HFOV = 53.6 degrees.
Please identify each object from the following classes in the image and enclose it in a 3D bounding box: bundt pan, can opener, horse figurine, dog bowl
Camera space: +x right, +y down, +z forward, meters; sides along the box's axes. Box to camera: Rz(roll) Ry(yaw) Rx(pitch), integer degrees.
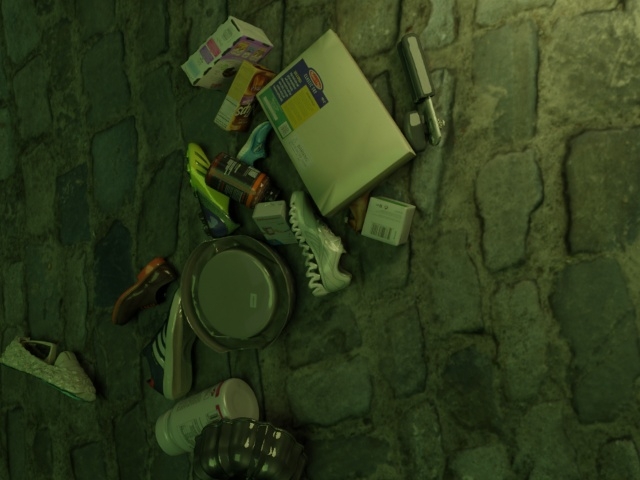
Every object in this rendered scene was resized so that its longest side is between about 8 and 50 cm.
[{"bbox_3d":[-0.202,0.638,1.731,0.330,0.124,0.331,4,124,5],"label":"bundt pan"},{"bbox_3d":[0.233,-0.357,1.534,0.093,0.074,0.280,-11,88,-11],"label":"can opener"},{"bbox_3d":[0.098,-0.166,1.630,0.174,0.066,0.263,44,114,22],"label":"horse figurine"},{"bbox_3d":[-0.222,0.147,1.786,0.348,0.102,0.349,3,97,24],"label":"dog bowl"}]

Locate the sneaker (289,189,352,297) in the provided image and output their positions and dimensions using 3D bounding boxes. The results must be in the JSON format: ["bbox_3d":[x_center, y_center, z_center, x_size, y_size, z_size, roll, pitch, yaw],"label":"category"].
[{"bbox_3d":[0.000,0.000,1.678,0.118,0.110,0.292,-16,97,17],"label":"sneaker"}]

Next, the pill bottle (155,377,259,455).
[{"bbox_3d":[-0.333,0.519,1.842,0.283,0.160,0.160,-27,84,24],"label":"pill bottle"}]

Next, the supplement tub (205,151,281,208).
[{"bbox_3d":[-0.208,-0.154,1.734,0.198,0.106,0.106,28,107,2],"label":"supplement tub"}]

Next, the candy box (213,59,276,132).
[{"bbox_3d":[-0.204,-0.387,1.719,0.053,0.109,0.187,37,109,17],"label":"candy box"}]

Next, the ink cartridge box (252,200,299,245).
[{"bbox_3d":[-0.116,-0.046,1.706,0.088,0.052,0.122,-6,137,23],"label":"ink cartridge box"}]

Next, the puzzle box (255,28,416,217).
[{"bbox_3d":[0.027,-0.298,1.606,0.272,0.052,0.409,-36,69,20],"label":"puzzle box"}]

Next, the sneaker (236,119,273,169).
[{"bbox_3d":[-0.163,-0.264,1.749,0.073,0.063,0.162,38,117,2],"label":"sneaker"}]

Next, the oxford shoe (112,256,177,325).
[{"bbox_3d":[-0.541,0.178,1.939,0.098,0.097,0.271,43,110,8],"label":"oxford shoe"}]

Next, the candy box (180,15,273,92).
[{"bbox_3d":[-0.248,-0.492,1.697,0.196,0.165,0.070,-37,80,22],"label":"candy box"}]

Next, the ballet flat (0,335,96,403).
[{"bbox_3d":[-0.899,0.413,2.109,0.408,0.147,0.147,15,101,22],"label":"ballet flat"}]

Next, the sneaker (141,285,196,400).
[{"bbox_3d":[-0.458,0.295,1.896,0.148,0.131,0.350,14,97,30],"label":"sneaker"}]

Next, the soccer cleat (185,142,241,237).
[{"bbox_3d":[-0.308,-0.149,1.818,0.121,0.093,0.289,-17,83,-6],"label":"soccer cleat"}]

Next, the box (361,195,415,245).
[{"bbox_3d":[0.172,-0.050,1.595,0.101,0.087,0.102,19,102,21],"label":"box"}]
